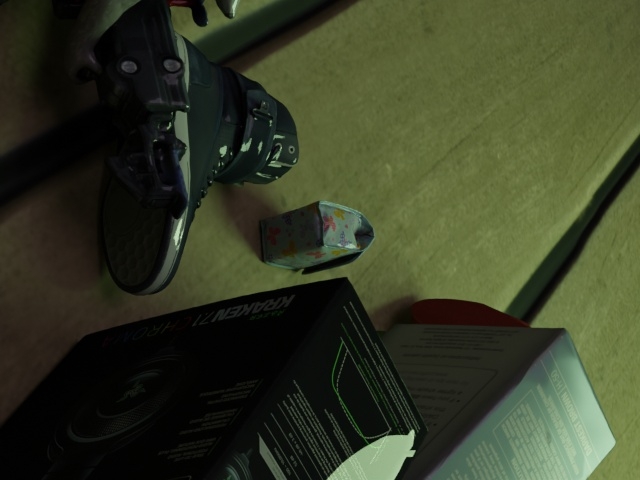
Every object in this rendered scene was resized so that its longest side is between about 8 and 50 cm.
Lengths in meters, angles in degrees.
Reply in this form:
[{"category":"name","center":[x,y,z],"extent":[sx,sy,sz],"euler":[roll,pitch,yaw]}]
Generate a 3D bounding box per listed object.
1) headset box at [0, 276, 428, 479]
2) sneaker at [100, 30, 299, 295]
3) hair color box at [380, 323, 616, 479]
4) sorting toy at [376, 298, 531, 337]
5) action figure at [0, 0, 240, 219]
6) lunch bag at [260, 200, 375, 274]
[{"category":"headset box","center":[-0.107,0.170,0.847],"extent":[0.131,0.246,0.283],"euler":[62,38,-20]},{"category":"sneaker","center":[-0.089,-0.046,1.094],"extent":[0.163,0.086,0.226],"euler":[29,56,-46]},{"category":"hair color box","center":[0.026,0.208,0.983],"extent":[0.374,0.185,0.113],"euler":[-39,113,-34]},{"category":"sorting toy","center":[0.067,0.154,1.257],"extent":[0.365,0.127,0.126],"euler":[-17,121,-53]},{"category":"action figure","center":[-0.157,-0.194,0.953],"extent":[0.330,0.178,0.341],"euler":[-7,67,-38]},{"category":"lunch bag","center":[0.000,0.000,1.215],"extent":[0.083,0.071,0.053],"euler":[11,67,-53]}]
